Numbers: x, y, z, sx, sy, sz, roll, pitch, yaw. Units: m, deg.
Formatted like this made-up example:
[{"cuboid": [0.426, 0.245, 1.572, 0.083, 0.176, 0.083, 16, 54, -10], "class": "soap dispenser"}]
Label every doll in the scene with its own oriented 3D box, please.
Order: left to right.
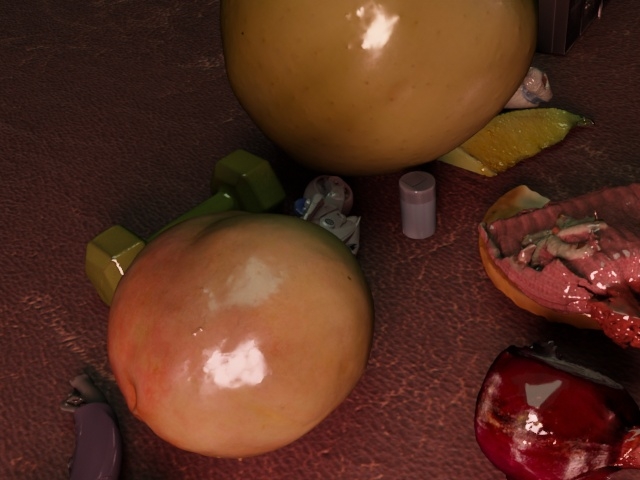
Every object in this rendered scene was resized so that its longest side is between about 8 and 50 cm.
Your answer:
[{"cuboid": [0.309, -0.246, 1.421, 0.103, 0.072, 0.214, 19, -2, -17], "class": "doll"}]

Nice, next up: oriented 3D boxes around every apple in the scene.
[{"cuboid": [0.073, -0.312, 1.253, 0.473, 0.474, 0.474, -4, 38, 3], "class": "apple"}]

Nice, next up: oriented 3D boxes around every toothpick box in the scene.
[{"cuboid": [0.137, -0.049, 1.221, 0.052, 0.083, 0.052, -4, 38, 3], "class": "toothpick box"}]

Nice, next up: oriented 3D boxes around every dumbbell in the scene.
[{"cuboid": [-0.182, -0.016, 1.209, 0.108, 0.121, 0.302, 46, 57, 12], "class": "dumbbell"}]

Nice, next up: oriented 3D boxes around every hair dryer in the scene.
[{"cuboid": [-0.285, 0.268, 0.902, 0.301, 0.121, 0.361, -14, 29, 5], "class": "hair dryer"}]

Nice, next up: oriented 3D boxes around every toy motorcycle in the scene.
[{"cuboid": [0.000, 0.000, 1.185, 0.112, 0.112, 0.254, 5, 38, 15], "class": "toy motorcycle"}]

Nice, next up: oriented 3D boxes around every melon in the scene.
[{"cuboid": [0.316, -0.163, 1.368, 0.261, 0.053, 0.114, -19, 47, -14], "class": "melon"}]

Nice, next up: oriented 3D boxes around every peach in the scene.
[{"cuboid": [-0.090, 0.092, 0.945, 0.292, 0.248, 0.292, 3, 32, -2], "class": "peach"}]

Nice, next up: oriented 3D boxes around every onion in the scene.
[{"cuboid": [0.245, 0.193, 0.850, 0.173, 0.135, 0.198, 8, 16, -43], "class": "onion"}]

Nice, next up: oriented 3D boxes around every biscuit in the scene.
[{"cuboid": [0.328, 0.033, 1.122, 0.204, 0.040, 0.309, -34, 45, -30], "class": "biscuit"}]

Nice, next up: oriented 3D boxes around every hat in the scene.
[{"cuboid": [0.326, 0.017, 1.022, 0.236, 0.107, 0.286, -16, 33, 5], "class": "hat"}]

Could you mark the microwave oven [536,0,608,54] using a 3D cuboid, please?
[{"cuboid": [0.418, -0.591, 1.741, 0.374, 0.236, 0.432, 16, 43, 28], "class": "microwave oven"}]
